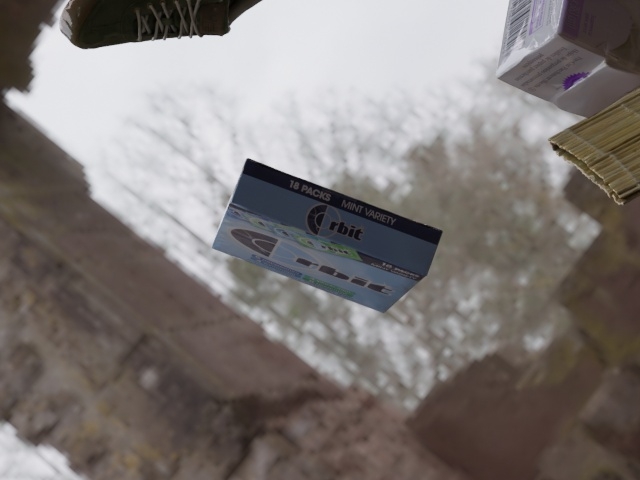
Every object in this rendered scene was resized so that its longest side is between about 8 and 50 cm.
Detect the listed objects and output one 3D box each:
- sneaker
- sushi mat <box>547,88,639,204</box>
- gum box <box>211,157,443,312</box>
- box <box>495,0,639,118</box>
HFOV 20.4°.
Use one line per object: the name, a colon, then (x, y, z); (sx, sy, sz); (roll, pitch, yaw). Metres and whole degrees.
sneaker: (-0.108, -0.195, 1.432); (0.192, 0.086, 0.064); (-32, -31, -26)
sushi mat: (0.411, -0.145, 1.881); (0.317, 0.151, 0.019); (-29, -54, -8)
gum box: (0.000, 0.000, 1.394); (0.184, 0.157, 0.041); (127, 164, -76)
box: (0.160, -0.225, 0.976); (0.067, 0.063, 0.324); (-32, 41, 57)
